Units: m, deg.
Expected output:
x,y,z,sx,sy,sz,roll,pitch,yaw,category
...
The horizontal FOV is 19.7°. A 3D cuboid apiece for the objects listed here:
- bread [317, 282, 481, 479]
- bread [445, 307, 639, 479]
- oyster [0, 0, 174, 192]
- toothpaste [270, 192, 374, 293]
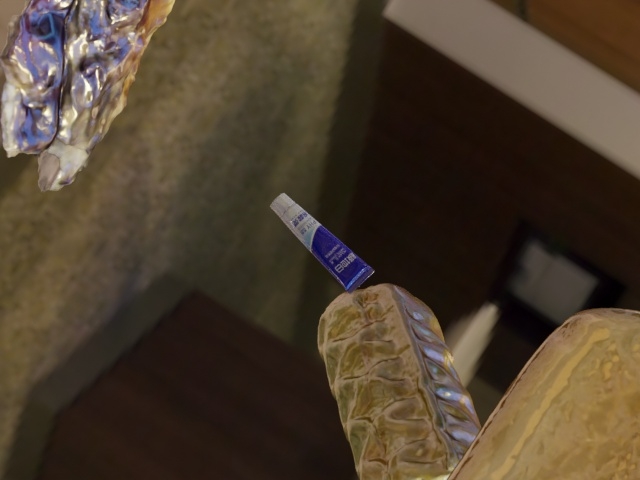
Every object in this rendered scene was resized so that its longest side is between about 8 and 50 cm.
x,y,z,sx,sy,sz,roll,pitch,yaw,category
0.060,0.121,1.336,0.269,0.098,0.087,-108,-177,-57,bread
0.132,0.142,0.887,0.217,0.147,0.098,-50,153,-11,bread
-0.163,-0.167,1.355,0.275,0.100,0.271,-93,-157,-75,oyster
0.000,0.000,1.257,0.024,0.083,0.015,-41,167,-15,toothpaste
